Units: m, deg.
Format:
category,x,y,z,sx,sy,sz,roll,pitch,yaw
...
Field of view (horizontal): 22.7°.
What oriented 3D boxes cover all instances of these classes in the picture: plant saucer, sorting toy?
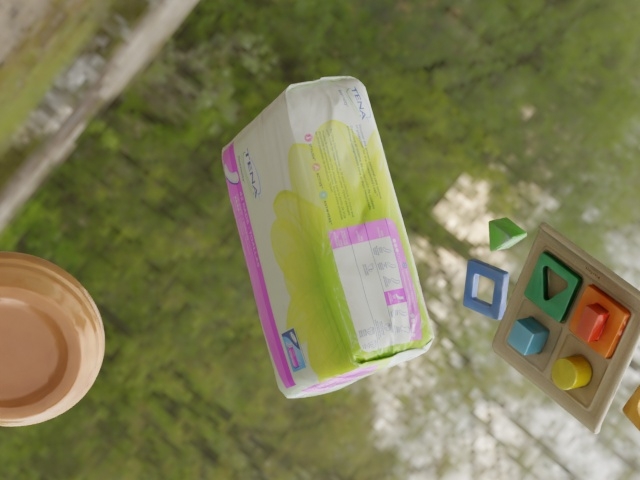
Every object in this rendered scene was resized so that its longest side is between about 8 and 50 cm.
category,x,y,z,sx,sy,sz,roll,pitch,yaw
plant saucer,-0.321,0.108,1.629,0.200,0.200,0.037,-51,-162,17
sorting toy,0.282,0.104,1.850,0.047,0.347,0.196,-11,128,-40

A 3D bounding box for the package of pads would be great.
category,x,y,z,sx,sy,sz,roll,pitch,yaw
package of pads,0.000,0.000,1.641,0.101,0.296,0.229,-12,171,-24
